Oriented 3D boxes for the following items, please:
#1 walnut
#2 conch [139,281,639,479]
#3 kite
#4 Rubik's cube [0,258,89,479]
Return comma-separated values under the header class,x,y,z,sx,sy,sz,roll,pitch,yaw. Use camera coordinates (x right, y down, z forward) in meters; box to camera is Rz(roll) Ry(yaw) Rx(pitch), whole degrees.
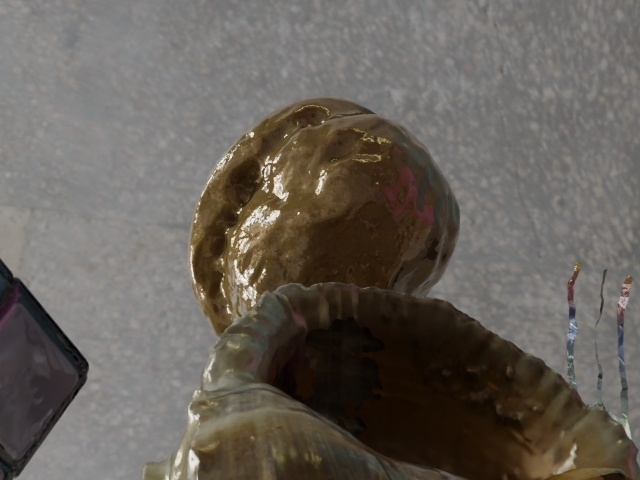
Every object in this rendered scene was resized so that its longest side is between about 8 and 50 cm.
class,x,y,z,sx,sy,sz,roll,pitch,yaw
walnut,0.011,-0.009,1.576,0.384,0.383,0.383,-2,83,18
conch,0.033,0.174,0.754,0.297,0.352,0.210,-95,27,-43
kite,0.322,0.208,1.298,0.022,0.204,0.360,-5,97,-13
Rubik's cube,-0.501,0.148,1.188,0.316,0.318,0.313,-5,41,37
